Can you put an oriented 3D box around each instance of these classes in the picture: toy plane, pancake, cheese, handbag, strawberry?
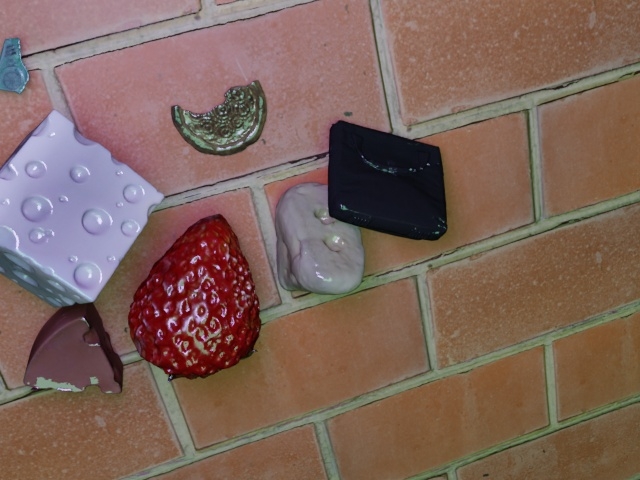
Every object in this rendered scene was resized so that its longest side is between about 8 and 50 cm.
[{"bbox_3d":[-0.713,-0.282,1.128,0.381,0.106,0.155,-1,100,-10],"label":"toy plane"},{"bbox_3d":[-0.199,-0.261,1.317,0.184,0.020,0.191,33,100,-23],"label":"pancake"},{"bbox_3d":[-0.511,0.216,1.366,0.202,0.128,0.177,9,109,-17],"label":"cheese"},{"bbox_3d":[0.140,-0.125,1.373,0.275,0.245,0.088,10,153,-17],"label":"handbag"},{"bbox_3d":[-0.264,0.131,1.329,0.291,0.292,0.310,-22,90,-6],"label":"strawberry"},{"bbox_3d":[0.002,-0.001,1.377,0.173,0.251,0.248,-6,97,-14],"label":"cheese"}]

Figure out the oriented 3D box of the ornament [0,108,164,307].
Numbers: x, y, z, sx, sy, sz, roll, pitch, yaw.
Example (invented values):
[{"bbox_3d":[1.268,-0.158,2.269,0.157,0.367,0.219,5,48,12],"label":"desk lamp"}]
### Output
[{"bbox_3d":[-0.477,-0.045,1.158,0.239,0.239,0.240,41,60,-25],"label":"ornament"}]
